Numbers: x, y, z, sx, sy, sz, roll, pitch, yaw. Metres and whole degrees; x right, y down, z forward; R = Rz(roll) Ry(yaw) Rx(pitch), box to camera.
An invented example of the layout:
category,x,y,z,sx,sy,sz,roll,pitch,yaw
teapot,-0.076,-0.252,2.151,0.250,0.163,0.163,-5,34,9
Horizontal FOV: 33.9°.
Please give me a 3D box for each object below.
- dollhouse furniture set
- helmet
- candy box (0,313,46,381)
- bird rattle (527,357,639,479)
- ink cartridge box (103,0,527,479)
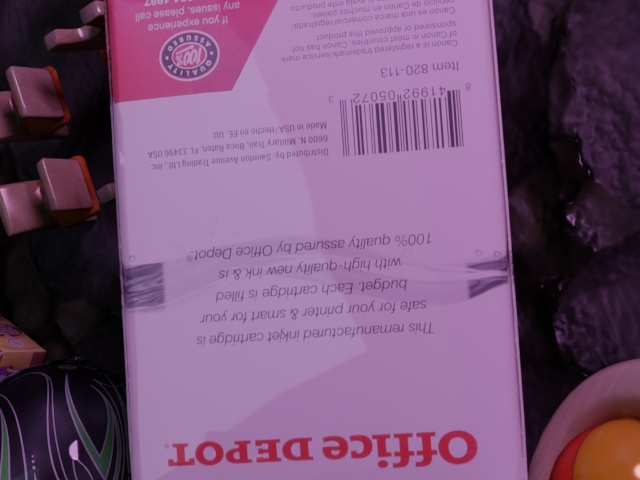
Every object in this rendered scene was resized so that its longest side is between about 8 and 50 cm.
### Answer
category,x,y,z,sx,sy,sz,roll,pitch,yaw
dollhouse furniture set,-0.139,-0.153,0.796,0.262,0.135,0.259,-22,85,33
helmet,-0.179,0.178,0.755,0.161,0.169,0.169,28,104,52
candy box,-0.333,0.104,0.941,0.187,0.053,0.109,28,102,33
bird rattle,0.159,0.166,0.536,0.253,0.143,0.206,128,156,-62
ink cartridge box,0.000,0.000,0.585,0.207,0.117,0.283,-4,88,9
